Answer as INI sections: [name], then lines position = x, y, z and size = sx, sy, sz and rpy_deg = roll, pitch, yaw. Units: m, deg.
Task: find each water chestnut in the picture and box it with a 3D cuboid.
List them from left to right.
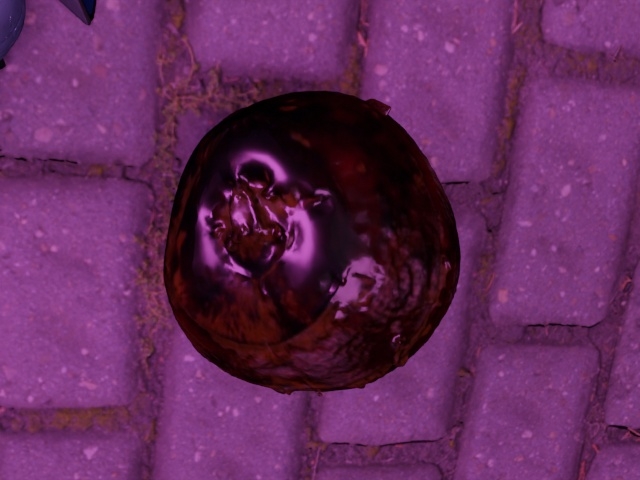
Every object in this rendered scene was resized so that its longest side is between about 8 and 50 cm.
[water chestnut]
position = 0.000, 0.000, 0.940
size = 0.350, 0.302, 0.350
rpy_deg = 3, 97, 25

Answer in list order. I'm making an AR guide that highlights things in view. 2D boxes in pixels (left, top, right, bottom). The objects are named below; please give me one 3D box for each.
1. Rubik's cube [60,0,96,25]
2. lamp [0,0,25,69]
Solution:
[Rubik's cube]
position = -0.306, -0.326, 0.861
size = 0.250, 0.284, 0.234
rpy_deg = -2, 133, 12
[lamp]
position = -0.432, -0.210, 0.806
size = 0.284, 0.147, 0.209
rpy_deg = -12, 68, -26
